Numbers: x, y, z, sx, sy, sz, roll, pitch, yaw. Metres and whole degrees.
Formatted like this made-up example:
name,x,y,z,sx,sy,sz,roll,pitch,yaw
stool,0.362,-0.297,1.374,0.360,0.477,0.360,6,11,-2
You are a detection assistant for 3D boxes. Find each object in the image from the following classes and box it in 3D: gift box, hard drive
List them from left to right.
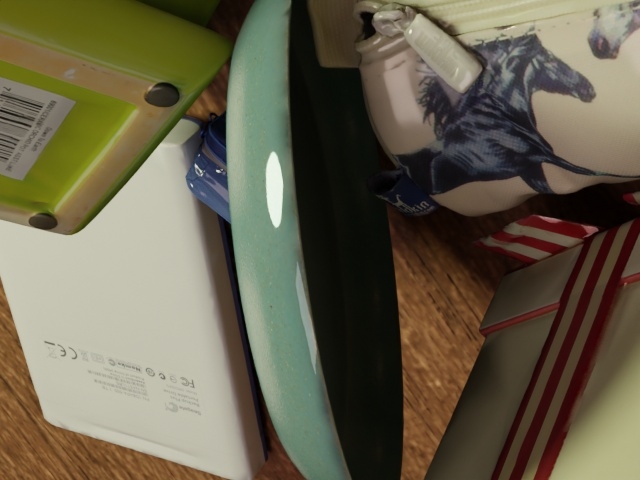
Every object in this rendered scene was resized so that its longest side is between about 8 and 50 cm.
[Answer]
name,x,y,z,sx,sy,sz,roll,pitch,yaw
hard drive,-0.158,0.036,1.118,0.210,0.040,0.318,12,130,26
gift box,0.192,0.124,0.787,0.255,0.258,0.276,37,154,-19

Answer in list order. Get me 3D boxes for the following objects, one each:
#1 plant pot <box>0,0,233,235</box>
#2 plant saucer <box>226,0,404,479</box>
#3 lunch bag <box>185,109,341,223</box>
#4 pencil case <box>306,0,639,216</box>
name,x,y,z,sx,sy,sz,roll,pitch,yaw
plant pot,-0.177,-0.140,0.828,0.227,0.207,0.228,17,142,-28
plant saucer,0.000,0.000,0.806,0.044,0.317,0.317,-7,121,10
lunch bag,-0.038,-0.051,0.963,0.098,0.067,0.065,38,134,6
pencil case,0.200,-0.115,0.674,0.410,0.184,0.159,-11,89,39
